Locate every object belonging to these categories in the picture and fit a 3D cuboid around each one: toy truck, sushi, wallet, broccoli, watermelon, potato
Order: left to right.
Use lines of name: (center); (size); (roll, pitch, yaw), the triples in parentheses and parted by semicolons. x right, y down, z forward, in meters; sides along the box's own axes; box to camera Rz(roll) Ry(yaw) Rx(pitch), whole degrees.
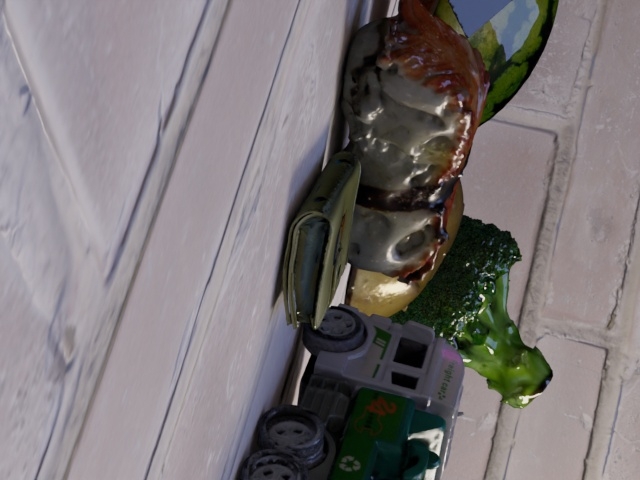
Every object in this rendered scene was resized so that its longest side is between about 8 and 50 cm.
wallet: (0.000, 0.000, 1.215); (0.155, 0.039, 0.110); (-62, 160, -67)
toy truck: (0.028, 0.217, 1.312); (0.363, 0.177, 0.177); (-72, 172, -54)
sushi: (0.070, -0.077, 1.330); (0.124, 0.129, 0.332); (-77, -179, -47)
potato: (0.112, -0.008, 1.867); (0.239, 0.115, 0.299); (102, 7, -53)
broccoli: (0.205, 0.109, 2.161); (0.297, 0.297, 0.297); (-42, -171, 8)
watermelon: (0.157, -0.209, 1.428); (0.159, 0.128, 0.304); (-106, -140, -76)

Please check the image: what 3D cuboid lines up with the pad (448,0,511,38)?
pad: (0.117, -0.262, 1.098); (0.127, 0.004, 0.190); (-40, 124, -12)
